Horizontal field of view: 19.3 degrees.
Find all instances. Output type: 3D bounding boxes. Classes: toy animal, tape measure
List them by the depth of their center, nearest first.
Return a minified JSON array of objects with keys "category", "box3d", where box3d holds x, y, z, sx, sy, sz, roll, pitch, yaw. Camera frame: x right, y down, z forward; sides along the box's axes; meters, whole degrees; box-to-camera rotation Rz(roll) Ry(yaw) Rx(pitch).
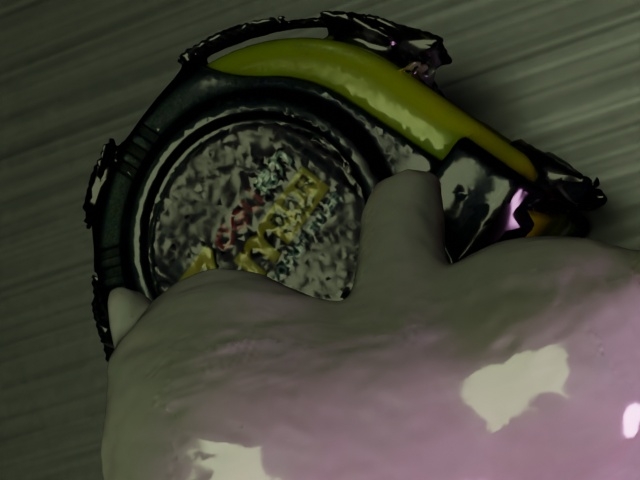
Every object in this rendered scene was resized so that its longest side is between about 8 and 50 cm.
[{"category":"toy animal","box3d":[0.063,0.051,0.664,0.282,0.138,0.140,-20,109,2]},{"category":"tape measure","box3d":[0.000,0.000,0.806,0.186,0.112,0.199,38,94,21]}]
